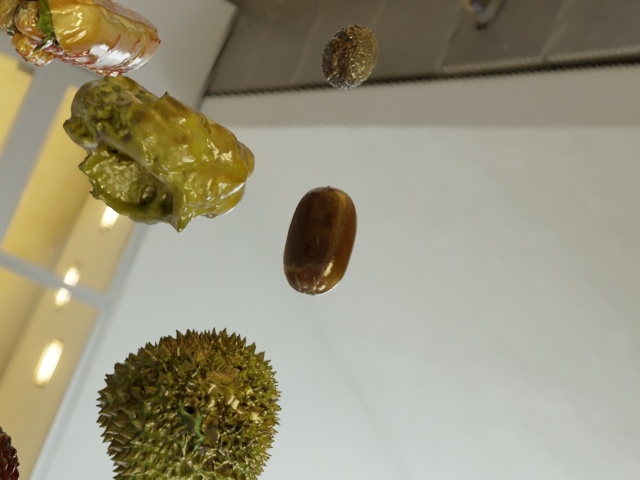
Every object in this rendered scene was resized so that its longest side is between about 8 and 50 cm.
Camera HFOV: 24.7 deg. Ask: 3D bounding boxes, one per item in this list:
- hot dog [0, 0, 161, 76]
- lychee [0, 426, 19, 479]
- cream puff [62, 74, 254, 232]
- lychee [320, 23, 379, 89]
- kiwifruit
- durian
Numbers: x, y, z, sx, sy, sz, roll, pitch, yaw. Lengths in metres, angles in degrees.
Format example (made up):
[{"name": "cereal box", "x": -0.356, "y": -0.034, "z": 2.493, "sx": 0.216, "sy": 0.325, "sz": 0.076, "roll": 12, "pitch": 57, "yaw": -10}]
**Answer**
[{"name": "hot dog", "x": -0.210, "y": -0.177, "z": 1.236, "sx": 0.250, "sy": 0.104, "sz": 0.076, "roll": -29, "pitch": 140, "yaw": -81}, {"name": "lychee", "x": -0.397, "y": 0.256, "z": 1.502, "sx": 0.188, "sy": 0.188, "sz": 0.188, "roll": -53, "pitch": -158, "yaw": 32}, {"name": "cream puff", "x": -0.241, "y": -0.115, "z": 2.096, "sx": 0.185, "sy": 0.282, "sz": 0.282, "roll": -59, "pitch": -162, "yaw": 0}, {"name": "lychee", "x": 0.031, "y": -0.209, "z": 1.669, "sx": 0.083, "sy": 0.068, "sz": 0.067, "roll": -45, "pitch": -144, "yaw": -23}, {"name": "kiwifruit", "x": 0.000, "y": 0.000, "z": 1.588, "sx": 0.075, "sy": 0.075, "sz": 0.124, "roll": -23, "pitch": -126, "yaw": 63}, {"name": "durian", "x": -0.189, "y": 0.255, "z": 2.063, "sx": 0.224, "sy": 0.291, "sz": 0.291, "roll": 138, "pitch": -26, "yaw": -80}]
